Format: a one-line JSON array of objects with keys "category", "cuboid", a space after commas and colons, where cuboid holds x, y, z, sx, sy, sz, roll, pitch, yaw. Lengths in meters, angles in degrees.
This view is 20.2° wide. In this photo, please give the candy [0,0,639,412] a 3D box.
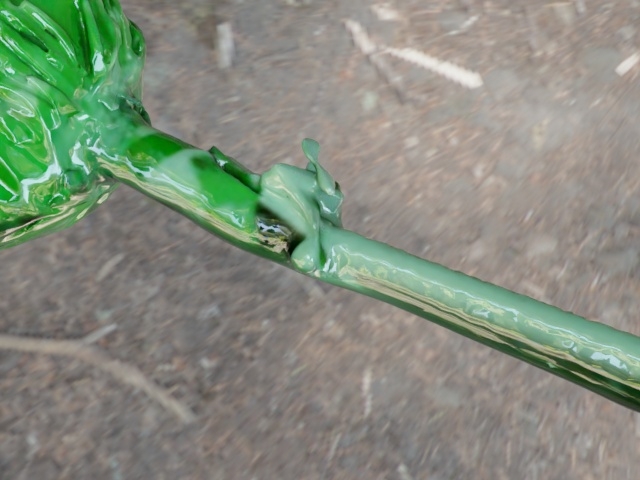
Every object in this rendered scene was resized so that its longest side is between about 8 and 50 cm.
[{"category": "candy", "cuboid": [0.001, -0.002, 0.466, 0.323, 0.097, 0.097, 22, 103, 19]}]
